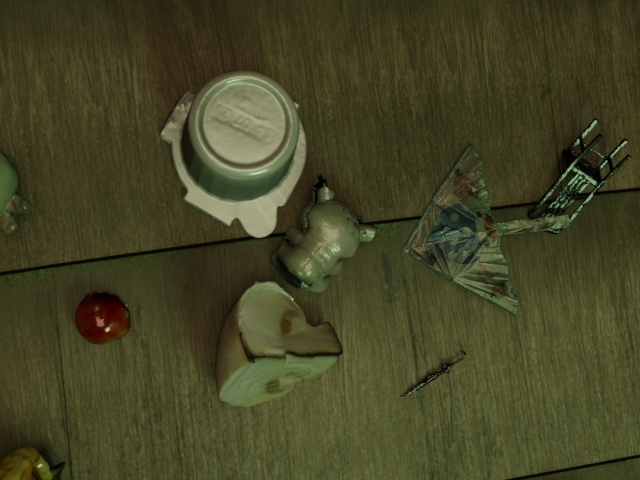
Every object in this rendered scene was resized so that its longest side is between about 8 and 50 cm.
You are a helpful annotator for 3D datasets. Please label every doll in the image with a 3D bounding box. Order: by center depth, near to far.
[{"bbox_3d":[-0.606,-0.124,1.411,0.275,0.113,0.155,40,91,-12],"label":"doll"},{"bbox_3d":[0.000,0.000,1.497,0.149,0.095,0.192,37,85,-3],"label":"doll"}]

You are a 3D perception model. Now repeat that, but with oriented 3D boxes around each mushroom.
[{"bbox_3d":[-0.104,0.181,1.465,0.236,0.173,0.162,8,51,-44],"label":"mushroom"}]

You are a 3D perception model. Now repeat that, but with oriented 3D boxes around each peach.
[{"bbox_3d":[-0.378,0.135,1.449,0.098,0.061,0.098,0,92,-4],"label":"peach"}]

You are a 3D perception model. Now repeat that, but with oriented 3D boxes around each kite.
[{"bbox_3d":[0.306,-0.019,1.559,0.314,0.011,0.335,-11,81,1],"label":"kite"}]

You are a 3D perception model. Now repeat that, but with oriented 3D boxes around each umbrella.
[{"bbox_3d":[0.211,0.253,1.553,0.148,0.022,0.022,-37,116,-2],"label":"umbrella"}]

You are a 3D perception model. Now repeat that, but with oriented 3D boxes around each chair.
[{"bbox_3d":[0.482,-0.116,1.591,0.084,0.101,0.212,34,120,-4],"label":"chair"}]

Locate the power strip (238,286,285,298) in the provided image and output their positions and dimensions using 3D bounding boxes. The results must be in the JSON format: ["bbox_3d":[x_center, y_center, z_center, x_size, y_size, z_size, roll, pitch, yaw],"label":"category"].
[{"bbox_3d":[-0.105,0.110,1.513,0.090,0.016,0.040,-12,89,-9],"label":"power strip"}]

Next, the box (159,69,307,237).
[{"bbox_3d":[-0.136,-0.154,1.428,0.262,0.206,0.291,-12,86,-8],"label":"box"}]

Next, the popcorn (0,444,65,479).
[{"bbox_3d":[-0.546,0.479,1.302,0.381,0.349,0.349,-33,93,-47],"label":"popcorn"}]
